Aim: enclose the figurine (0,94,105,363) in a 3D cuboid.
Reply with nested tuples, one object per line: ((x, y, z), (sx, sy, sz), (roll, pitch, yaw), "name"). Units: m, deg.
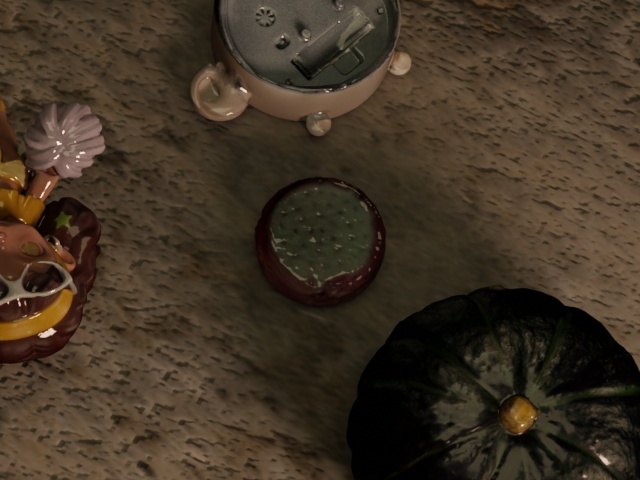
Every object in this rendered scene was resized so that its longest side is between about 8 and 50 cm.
((-0.242, -0.022, 1.328), (0.174, 0.116, 0.240), (-12, 64, -14), "figurine")

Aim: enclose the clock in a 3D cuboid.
((-0.011, -0.175, 1.447), (0.229, 0.063, 0.156), (-37, 76, -18), "clock")

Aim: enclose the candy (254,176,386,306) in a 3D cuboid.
((0.000, 0.000, 1.386), (0.103, 0.043, 0.103), (3, 67, -6), "candy")

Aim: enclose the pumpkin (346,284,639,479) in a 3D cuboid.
((0.129, 0.140, 1.282), (0.220, 0.162, 0.221), (1, 72, -3), "pumpkin")
